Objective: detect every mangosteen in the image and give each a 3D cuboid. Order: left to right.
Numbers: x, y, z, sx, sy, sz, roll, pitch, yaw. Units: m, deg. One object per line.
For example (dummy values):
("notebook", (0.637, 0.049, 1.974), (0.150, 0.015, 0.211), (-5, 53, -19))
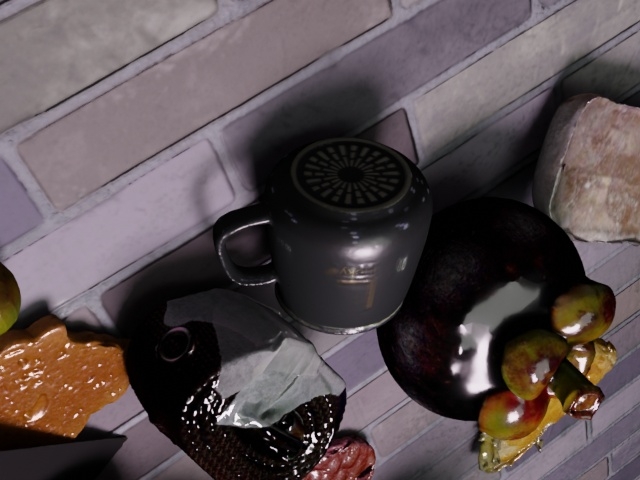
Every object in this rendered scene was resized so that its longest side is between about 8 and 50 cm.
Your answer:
("mangosteen", (0.209, 0.100, 1.045), (0.275, 0.302, 0.275), (-22, 134, -25))

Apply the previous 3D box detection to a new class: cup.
("cup", (0.000, 0.000, 0.926), (0.223, 0.169, 0.176), (-10, 137, -13))

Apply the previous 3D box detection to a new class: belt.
("belt", (-0.078, 0.174, 0.977), (0.184, 0.164, 0.289), (-48, 142, -8))

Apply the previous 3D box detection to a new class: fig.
("fig", (-0.303, 0.056, 0.797), (0.074, 0.074, 0.088), (-27, 154, -18))

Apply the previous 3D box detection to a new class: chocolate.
("chocolate", (0.380, -0.091, 1.179), (0.303, 0.100, 0.185), (5, 108, -42))

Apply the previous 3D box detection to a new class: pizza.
("pizza", (0.313, 0.256, 1.424), (0.280, 0.075, 0.287), (11, 117, -38))

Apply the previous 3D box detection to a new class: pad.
("pad", (-0.382, 0.350, 0.947), (0.367, 0.007, 0.248), (-51, 158, 7))

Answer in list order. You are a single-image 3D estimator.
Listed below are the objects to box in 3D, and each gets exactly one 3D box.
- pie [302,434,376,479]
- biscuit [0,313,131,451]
("pie", (0.012, 0.338, 1.281), (0.154, 0.038, 0.153), (-18, 130, -23))
("biscuit", (-0.298, 0.154, 0.893), (0.280, 0.043, 0.183), (-10, 126, -33))
